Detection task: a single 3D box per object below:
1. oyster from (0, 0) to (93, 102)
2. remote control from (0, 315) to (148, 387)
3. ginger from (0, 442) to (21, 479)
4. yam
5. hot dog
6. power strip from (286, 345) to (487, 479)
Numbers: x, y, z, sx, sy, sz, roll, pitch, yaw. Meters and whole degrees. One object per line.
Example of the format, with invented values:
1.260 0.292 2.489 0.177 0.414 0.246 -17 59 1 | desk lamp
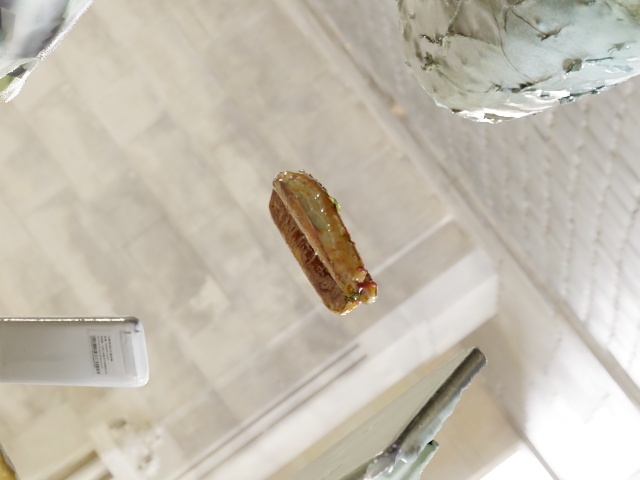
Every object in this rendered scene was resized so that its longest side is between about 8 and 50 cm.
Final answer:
-0.083 -0.161 0.270 0.158 0.351 0.162 17 -145 -9 | oyster
-0.266 0.104 1.373 0.029 0.261 0.067 -17 -78 -56 | remote control
-0.255 0.076 0.857 0.294 0.086 0.131 58 166 -17 | ginger
0.217 -0.236 1.264 0.241 0.241 0.348 54 156 -6 | yam
0.002 0.000 1.119 0.144 0.038 0.062 57 145 37 | hot dog
0.024 0.171 0.967 0.064 0.198 0.213 52 -153 3 | power strip
